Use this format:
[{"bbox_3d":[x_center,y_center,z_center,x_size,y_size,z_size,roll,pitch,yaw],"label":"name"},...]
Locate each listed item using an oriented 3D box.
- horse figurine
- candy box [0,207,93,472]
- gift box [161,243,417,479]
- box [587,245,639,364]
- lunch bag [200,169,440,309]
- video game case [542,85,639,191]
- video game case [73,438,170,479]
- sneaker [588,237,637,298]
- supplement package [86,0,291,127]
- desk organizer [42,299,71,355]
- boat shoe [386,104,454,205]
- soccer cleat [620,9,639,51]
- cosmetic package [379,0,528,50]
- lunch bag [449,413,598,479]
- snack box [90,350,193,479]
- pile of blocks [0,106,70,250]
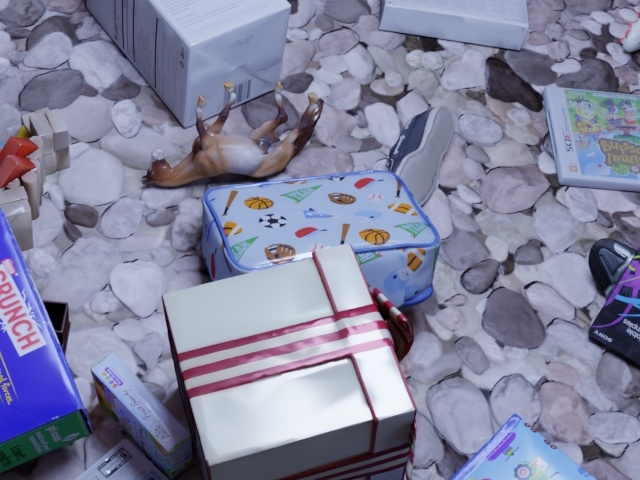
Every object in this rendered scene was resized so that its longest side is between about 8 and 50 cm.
[{"bbox_3d":[-0.106,-0.143,1.558,0.263,0.174,0.066,-8,46,-32],"label":"horse figurine"},{"bbox_3d":[-0.450,0.145,1.229,0.317,0.122,0.268,-22,72,-12],"label":"candy box"},{"bbox_3d":[-0.018,0.193,1.261,0.258,0.255,0.276,-15,61,-11],"label":"gift box"},{"bbox_3d":[0.447,0.087,1.485,0.116,0.162,0.029,31,20,13],"label":"box"},{"bbox_3d":[0.000,0.000,1.461,0.303,0.115,0.243,-5,32,-16],"label":"lunch bag"},{"bbox_3d":[0.464,-0.158,1.746,0.212,0.023,0.193,5,53,-8],"label":"video game case"},{"bbox_3d":[-0.231,0.321,1.260,0.143,0.019,0.157,40,56,18],"label":"video game case"},{"bbox_3d":[0.488,0.061,1.561,0.229,0.086,0.132,43,52,8],"label":"sneaker"},{"bbox_3d":[-0.204,-0.348,1.662,0.177,0.175,0.293,-27,63,-25],"label":"supplement package"},{"bbox_3d":[-0.337,0.139,1.353,0.047,0.050,0.130,6,53,-6],"label":"desk organizer"},{"bbox_3d":[0.133,-0.115,1.642,0.065,0.075,0.206,-4,46,42],"label":"boat shoe"},{"bbox_3d":[0.583,-0.371,1.903,0.076,0.068,0.196,39,54,14],"label":"soccer cleat"},{"bbox_3d":[0.219,-0.382,1.841,0.239,0.060,0.099,8,51,-5],"label":"cosmetic package"},{"bbox_3d":[0.195,0.374,1.220,0.293,0.138,0.221,-35,55,-25],"label":"lunch bag"},{"bbox_3d":[-0.207,0.206,1.296,0.037,0.100,0.141,-39,69,-23],"label":"snack box"},{"bbox_3d":[-0.429,-0.059,1.444,0.149,0.112,0.362,12,52,-2],"label":"pile of blocks"}]
